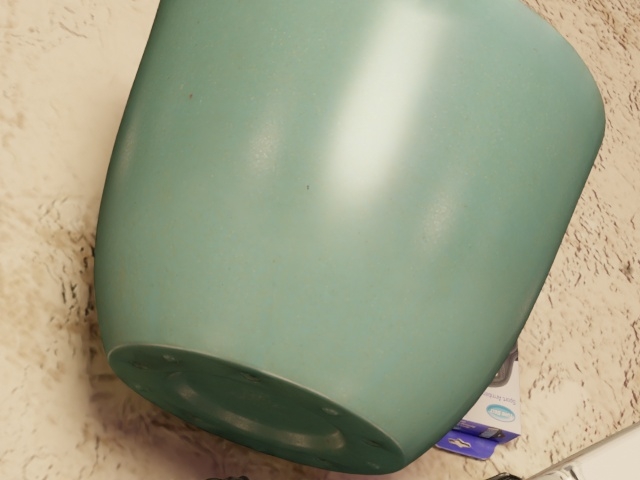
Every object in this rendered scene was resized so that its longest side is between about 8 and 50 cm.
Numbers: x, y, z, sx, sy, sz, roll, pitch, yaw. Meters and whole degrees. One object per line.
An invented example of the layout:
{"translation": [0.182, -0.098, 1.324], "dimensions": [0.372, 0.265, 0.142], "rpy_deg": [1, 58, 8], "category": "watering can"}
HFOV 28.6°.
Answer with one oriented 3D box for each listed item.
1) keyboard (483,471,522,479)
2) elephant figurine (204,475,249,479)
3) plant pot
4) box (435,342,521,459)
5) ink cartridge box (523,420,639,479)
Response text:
{"translation": [0.051, 0.221, 0.758], "dimensions": [0.192, 0.038, 0.100], "rpy_deg": [-23, 73, 1], "category": "keyboard"}
{"translation": [-0.109, 0.207, 0.650], "dimensions": [0.239, 0.169, 0.186], "rpy_deg": [24, 81, -37], "category": "elephant figurine"}
{"translation": [0.000, 0.000, 0.754], "dimensions": [0.293, 0.293, 0.235], "rpy_deg": [26, 67, -16], "category": "plant pot"}
{"translation": [0.107, 0.090, 0.922], "dimensions": [0.081, 0.028, 0.136], "rpy_deg": [17, 54, -23], "category": "box"}
{"translation": [0.207, 0.177, 0.846], "dimensions": [0.217, 0.158, 0.092], "rpy_deg": [-15, 72, -36], "category": "ink cartridge box"}
